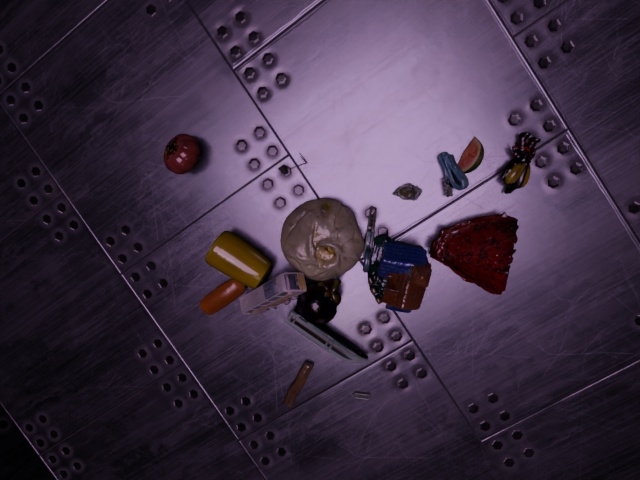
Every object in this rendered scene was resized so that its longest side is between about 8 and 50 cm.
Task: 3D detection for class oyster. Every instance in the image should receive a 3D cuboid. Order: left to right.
[{"bbox_3d":[0.374,-0.206,1.854,0.100,0.037,0.098,32,121,-19],"label":"oyster"}]

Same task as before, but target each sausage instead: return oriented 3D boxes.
[{"bbox_3d":[-0.448,0.252,1.989,0.238,0.098,0.098,-35,93,13],"label":"sausage"}]

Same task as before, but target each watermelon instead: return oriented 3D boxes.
[{"bbox_3d":[0.637,-0.336,1.793,0.069,0.087,0.163,19,106,-34],"label":"watermelon"}]

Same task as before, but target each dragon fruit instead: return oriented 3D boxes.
[{"bbox_3d":[0.643,0.041,1.828,0.329,0.228,0.286,9,67,25],"label":"dragon fruit"}]

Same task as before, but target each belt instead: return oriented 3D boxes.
[{"bbox_3d":[0.536,-0.280,1.798,0.100,0.065,0.179,-32,77,42],"label":"belt"}]

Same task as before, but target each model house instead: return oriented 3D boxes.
[{"bbox_3d":[0.321,0.155,1.762,0.252,0.329,0.294,14,98,1],"label":"model house"}]

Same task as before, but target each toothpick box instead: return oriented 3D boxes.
[{"bbox_3d":[-0.351,0.093,1.913,0.271,0.175,0.175,33,101,-2],"label":"toothpick box"}]

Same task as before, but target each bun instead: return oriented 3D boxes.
[{"bbox_3d":[0.000,0.000,1.832,0.365,0.219,0.365,0,96,5],"label":"bun"}]

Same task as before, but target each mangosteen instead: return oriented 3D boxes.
[{"bbox_3d":[0.008,0.259,1.888,0.231,0.194,0.194,-34,93,5],"label":"mangosteen"}]

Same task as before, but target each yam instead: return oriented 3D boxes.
[{"bbox_3d":[-0.104,0.672,2.031,0.057,0.057,0.241,29,99,2],"label":"yam"}]

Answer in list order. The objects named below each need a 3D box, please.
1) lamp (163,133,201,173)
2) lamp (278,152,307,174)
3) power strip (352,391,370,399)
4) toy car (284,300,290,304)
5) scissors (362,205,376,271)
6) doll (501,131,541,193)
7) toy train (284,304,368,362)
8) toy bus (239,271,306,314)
[{"bbox_3d":[-0.595,-0.372,1.886,0.182,0.140,0.182,-20,57,34],"label":"lamp"},{"bbox_3d":[-0.123,-0.327,1.893,0.121,0.041,0.054,-33,101,13],"label":"lamp"},{"bbox_3d":[0.191,0.722,2.018,0.083,0.017,0.027,5,97,5],"label":"power strip"},{"bbox_3d":[-0.152,0.248,1.984,0.041,0.025,0.093,12,96,7],"label":"toy car"},{"bbox_3d":[0.211,-0.005,1.869,0.041,0.138,0.289,6,84,6],"label":"scissors"},{"bbox_3d":[0.805,-0.306,1.753,0.127,0.088,0.248,23,97,3],"label":"doll"},{"bbox_3d":[0.028,0.445,1.960,0.407,0.086,0.088,34,105,1],"label":"toy train"},{"bbox_3d":[-0.209,0.230,1.873,0.343,0.138,0.097,-31,62,41],"label":"toy bus"}]
